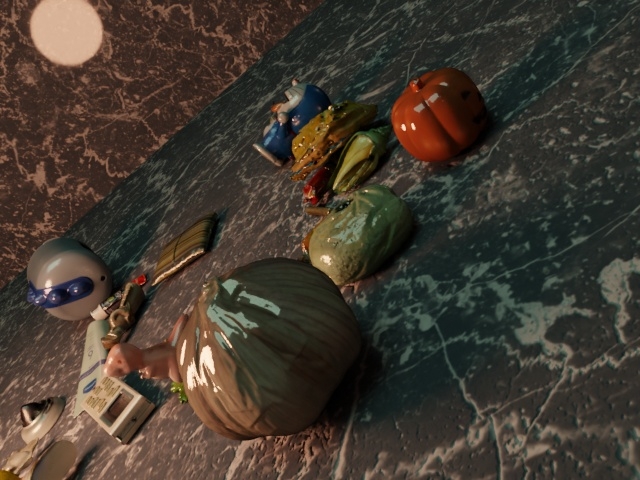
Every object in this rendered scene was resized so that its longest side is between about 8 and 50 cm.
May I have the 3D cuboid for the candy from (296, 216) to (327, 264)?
[{"bbox_3d":[0.000,0.000,1.505,0.182,0.053,0.046,-49,32,-8],"label":"candy"}]

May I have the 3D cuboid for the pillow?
[{"bbox_3d":[-0.392,0.021,2.073,0.208,0.052,0.212,-31,28,19],"label":"pillow"}]

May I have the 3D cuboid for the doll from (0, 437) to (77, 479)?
[{"bbox_3d":[-0.714,0.570,1.580,0.423,0.161,0.348,-10,28,50],"label":"doll"}]

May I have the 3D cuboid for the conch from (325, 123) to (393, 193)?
[{"bbox_3d":[0.092,-0.188,1.635,0.095,0.079,0.201,34,96,52],"label":"conch"}]

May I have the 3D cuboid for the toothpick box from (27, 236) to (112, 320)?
[{"bbox_3d":[-0.813,0.133,2.317,0.263,0.263,0.354,-50,26,-13],"label":"toothpick box"}]

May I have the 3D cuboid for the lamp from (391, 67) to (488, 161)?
[{"bbox_3d":[0.228,-0.253,1.419,0.187,0.164,0.188,-33,25,18],"label":"lamp"}]

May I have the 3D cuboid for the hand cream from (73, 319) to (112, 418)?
[{"bbox_3d":[-0.595,0.328,1.918,0.109,0.067,0.321,-37,32,13],"label":"hand cream"}]

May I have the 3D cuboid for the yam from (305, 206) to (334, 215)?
[{"bbox_3d":[-0.003,-0.067,1.651,0.021,0.021,0.116,-52,26,-17],"label":"yam"}]

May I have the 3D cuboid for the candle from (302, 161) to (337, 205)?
[{"bbox_3d":[-0.002,-0.130,1.695,0.052,0.052,0.131,-16,27,46],"label":"candle"}]

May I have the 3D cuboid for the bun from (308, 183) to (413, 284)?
[{"bbox_3d":[0.064,-0.017,1.356,0.221,0.108,0.221,-35,26,20],"label":"bun"}]

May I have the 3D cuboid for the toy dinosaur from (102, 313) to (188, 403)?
[{"bbox_3d":[-0.328,0.232,1.482,0.194,0.177,0.152,-44,25,-4],"label":"toy dinosaur"}]

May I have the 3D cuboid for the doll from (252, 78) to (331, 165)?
[{"bbox_3d":[-0.083,-0.331,2.044,0.257,0.161,0.215,-47,-2,2],"label":"doll"}]

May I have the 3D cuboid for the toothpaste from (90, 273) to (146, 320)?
[{"bbox_3d":[-0.605,0.170,2.184,0.193,0.045,0.071,-39,24,-3],"label":"toothpaste"}]

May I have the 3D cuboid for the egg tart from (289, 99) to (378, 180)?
[{"bbox_3d":[0.012,-0.258,1.756,0.291,0.107,0.291,-40,3,3],"label":"egg tart"}]

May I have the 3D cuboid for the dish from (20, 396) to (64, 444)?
[{"bbox_3d":[-0.752,0.456,1.901,0.141,0.078,0.141,-34,25,19],"label":"dish"}]

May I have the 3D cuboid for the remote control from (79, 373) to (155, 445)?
[{"bbox_3d":[-0.461,0.368,1.618,0.103,0.055,0.277,-53,25,-18],"label":"remote control"}]

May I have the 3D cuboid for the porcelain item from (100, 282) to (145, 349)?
[{"bbox_3d":[-0.540,0.210,1.978,0.054,0.084,0.213,-4,36,12],"label":"porcelain item"}]

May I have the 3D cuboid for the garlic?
[{"bbox_3d":[-0.096,0.163,1.139,0.317,0.259,0.317,-30,28,18],"label":"garlic"}]
